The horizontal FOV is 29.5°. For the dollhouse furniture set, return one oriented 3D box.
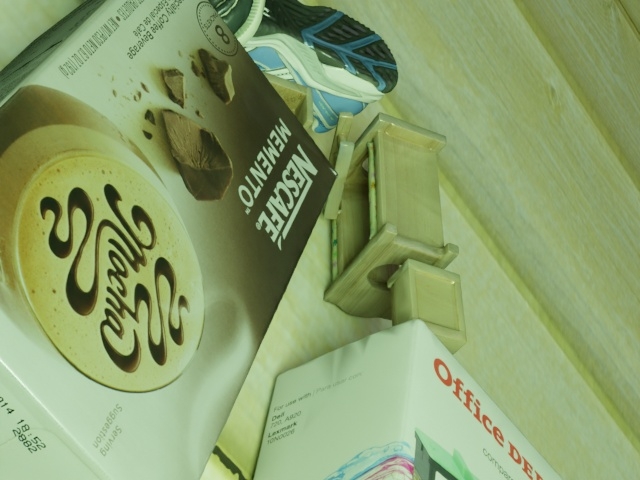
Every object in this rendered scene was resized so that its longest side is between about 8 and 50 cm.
[{"bbox_3d":[0.000,0.000,0.841,0.161,0.101,0.182,17,48,-21],"label":"dollhouse furniture set"}]

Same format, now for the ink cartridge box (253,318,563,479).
[{"bbox_3d":[0.054,0.214,0.690,0.201,0.117,0.278,48,32,-26],"label":"ink cartridge box"}]

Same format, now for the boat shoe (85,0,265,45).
[{"bbox_3d":[-0.134,-0.268,0.729,0.113,0.127,0.340,100,-31,-76],"label":"boat shoe"}]

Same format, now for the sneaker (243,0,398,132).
[{"bbox_3d":[-0.049,-0.141,0.861,0.211,0.081,0.080,29,42,-20],"label":"sneaker"}]

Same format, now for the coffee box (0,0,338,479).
[{"bbox_3d":[-0.113,0.001,0.586,0.168,0.119,0.297,52,31,-18],"label":"coffee box"}]
